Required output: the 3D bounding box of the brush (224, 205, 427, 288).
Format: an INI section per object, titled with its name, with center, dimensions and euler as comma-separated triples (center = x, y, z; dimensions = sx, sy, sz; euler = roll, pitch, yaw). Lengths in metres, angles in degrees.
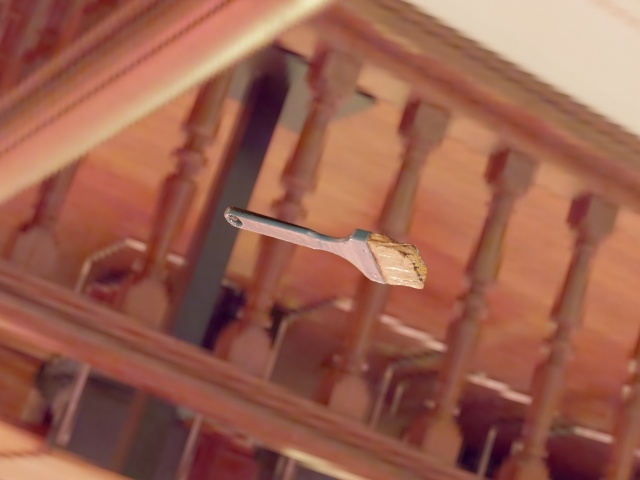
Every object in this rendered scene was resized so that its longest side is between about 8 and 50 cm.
[brush]
center = 0.000, 0.000, 1.167
dimensions = 0.164, 0.014, 0.051
euler = 16, 150, 31
